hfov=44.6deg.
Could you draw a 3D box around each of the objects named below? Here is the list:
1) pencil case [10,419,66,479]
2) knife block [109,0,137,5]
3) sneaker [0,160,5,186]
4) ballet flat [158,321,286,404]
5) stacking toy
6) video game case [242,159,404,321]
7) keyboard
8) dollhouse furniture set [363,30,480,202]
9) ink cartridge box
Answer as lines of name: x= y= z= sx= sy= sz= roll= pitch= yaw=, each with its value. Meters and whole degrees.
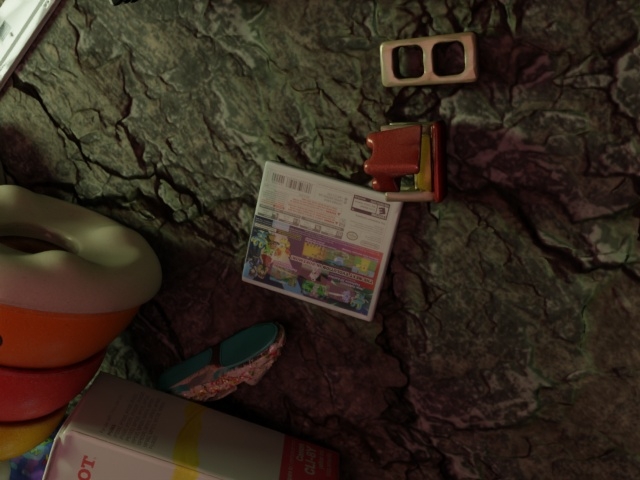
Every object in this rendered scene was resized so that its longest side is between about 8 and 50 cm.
pencil case: x=-0.517 y=0.304 z=1.281 sx=0.306 sy=0.119 sz=0.133 roll=28 pitch=65 yaw=10
knife block: x=-0.187 y=-0.409 z=0.946 sx=0.242 sy=0.275 sz=0.088 roll=-41 pitch=89 yaw=-8
sneaker: x=-0.570 y=-0.046 z=1.218 sx=0.147 sy=0.104 sz=0.295 roll=-6 pitch=105 yaw=14
ballet flat: x=-0.135 y=0.191 z=1.163 sx=0.241 sy=0.091 sz=0.077 roll=-25 pitch=125 yaw=25
stacking toy: x=-0.445 y=0.189 z=1.090 sx=0.351 sy=0.350 sz=0.479 roll=22 pitch=105 yaw=12
video game case: x=0.000 y=0.000 z=1.095 sx=0.202 sy=0.023 sz=0.183 roll=17 pitch=107 yaw=12
keyboard: x=-0.469 y=-0.309 z=1.177 sx=0.072 sy=0.014 sz=0.256 roll=47 pitch=111 yaw=8
dollhouse furniture set: x=0.132 y=-0.221 z=0.905 sx=0.152 sy=0.201 sz=0.373 roll=-1 pitch=102 yaw=18
ink cartridge box: x=-0.198 y=0.391 z=1.125 sx=0.385 sy=0.160 sz=0.279 roll=20 pitch=111 yaw=-5
